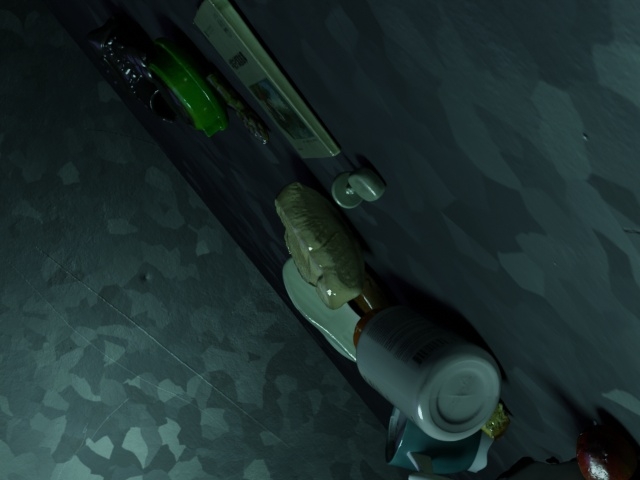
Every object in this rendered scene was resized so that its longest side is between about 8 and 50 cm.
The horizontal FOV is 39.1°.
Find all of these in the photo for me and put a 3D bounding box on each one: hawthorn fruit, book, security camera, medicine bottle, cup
[{"bbox_3d":[0.350,0.266,1.111,0.077,0.077,0.077,48,170,11],"label":"hawthorn fruit"},{"bbox_3d":[-0.085,-0.236,1.342,0.283,0.025,0.215,51,171,-12],"label":"book"},{"bbox_3d":[0.058,-0.076,1.251,0.058,0.058,0.092,53,157,-15],"label":"security camera"},{"bbox_3d":[0.157,0.200,1.476,0.157,0.157,0.288,55,170,-26],"label":"medicine bottle"},{"bbox_3d":[0.225,0.358,1.675,0.173,0.168,0.300,15,-149,-3],"label":"cup"}]

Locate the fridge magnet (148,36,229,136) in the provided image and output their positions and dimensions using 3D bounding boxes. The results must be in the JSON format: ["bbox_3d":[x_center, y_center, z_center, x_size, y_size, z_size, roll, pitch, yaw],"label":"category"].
[{"bbox_3d":[-0.248,-0.287,1.686,0.208,0.088,0.208,49,170,12],"label":"fridge magnet"}]

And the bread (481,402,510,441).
[{"bbox_3d":[0.252,0.266,1.567,0.103,0.065,0.187,56,173,-36],"label":"bread"}]

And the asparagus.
[{"bbox_3d":[-0.142,-0.234,1.588,0.165,0.030,0.036,49,160,8],"label":"asparagus"}]

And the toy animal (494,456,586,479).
[{"bbox_3d":[0.385,0.409,1.110,0.357,0.258,0.194,24,142,49],"label":"toy animal"}]

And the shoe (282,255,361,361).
[{"bbox_3d":[0.016,0.142,1.750,0.265,0.095,0.110,49,168,0],"label":"shoe"}]

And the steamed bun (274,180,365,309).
[{"bbox_3d":[0.012,0.018,1.586,0.212,0.110,0.231,60,172,21],"label":"steamed bun"}]

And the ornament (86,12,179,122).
[{"bbox_3d":[-0.372,-0.359,1.991,0.260,0.106,0.251,35,165,39],"label":"ornament"}]

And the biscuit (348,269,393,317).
[{"bbox_3d":[0.051,0.087,1.820,0.367,0.063,0.314,32,155,59],"label":"biscuit"}]
